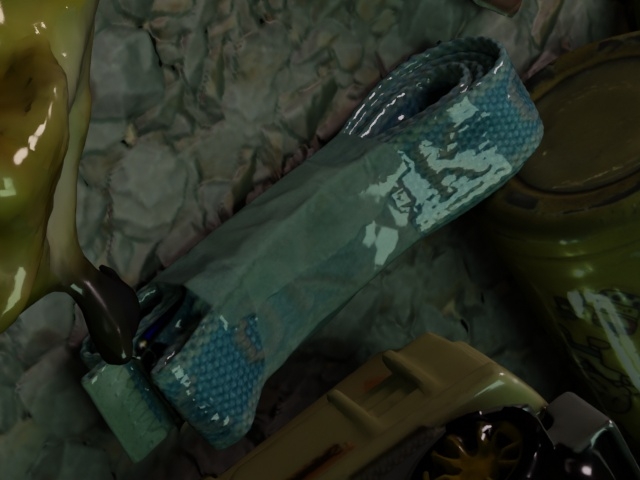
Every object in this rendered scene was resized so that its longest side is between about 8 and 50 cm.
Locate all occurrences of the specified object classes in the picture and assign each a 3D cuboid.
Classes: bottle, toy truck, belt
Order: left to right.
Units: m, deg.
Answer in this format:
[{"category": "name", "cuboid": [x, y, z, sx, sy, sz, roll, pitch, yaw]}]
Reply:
[{"category": "toy truck", "cuboid": [-0.028, 0.213, 0.884, 0.405, 0.254, 0.180, -37, 120, -8]}, {"category": "belt", "cuboid": [0.000, 0.000, 0.944, 0.302, 0.087, 0.072, -42, 126, -22]}, {"category": "bottle", "cuboid": [0.229, 0.057, 1.085, 0.171, 0.171, 0.351, -45, 126, -20]}]

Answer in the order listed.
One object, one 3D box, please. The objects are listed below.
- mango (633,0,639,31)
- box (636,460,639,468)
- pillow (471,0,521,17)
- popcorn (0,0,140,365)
[{"category": "mango", "cuboid": [0.247, -0.124, 1.100, 0.163, 0.089, 0.117, 43, 62, -25]}, {"category": "box", "cuboid": [0.185, 0.272, 1.055, 0.279, 0.116, 0.261, -18, 120, 10]}, {"category": "pillow", "cuboid": [0.103, -0.249, 0.986, 0.126, 0.043, 0.232, 15, 94, -40]}, {"category": "popcorn", "cuboid": [-0.184, -0.088, 0.690, 0.281, 0.297, 0.315, 5, 60, -15]}]
